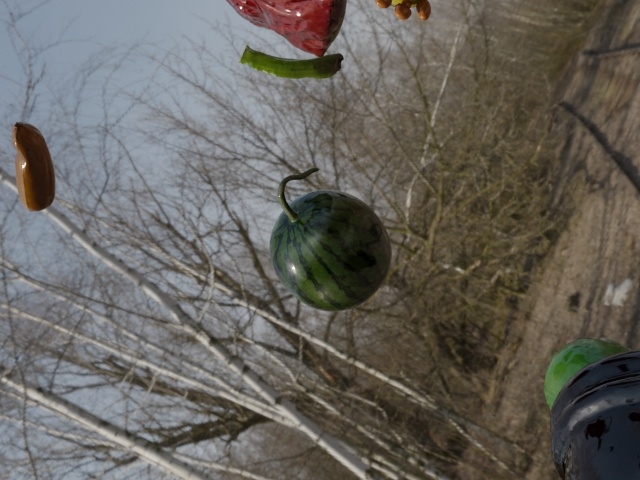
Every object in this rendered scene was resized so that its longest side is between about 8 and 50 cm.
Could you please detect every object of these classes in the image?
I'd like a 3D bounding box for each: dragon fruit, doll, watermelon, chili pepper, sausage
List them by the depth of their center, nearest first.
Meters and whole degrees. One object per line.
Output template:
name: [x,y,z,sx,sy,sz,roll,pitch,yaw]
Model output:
dragon fruit: [-0.041,-0.386,0.671,0.240,0.303,0.330,-61,22,6]
watermelon: [0.000,0.000,0.673,0.187,0.141,0.140,44,-119,-36]
sausage: [-0.430,-0.107,0.872,0.183,0.054,0.062,110,151,-45]
doll: [0.182,-0.526,1.117,0.220,0.143,0.135,-61,10,-10]
chili pepper: [-0.056,-0.339,1.120,0.051,0.202,0.050,102,170,-50]

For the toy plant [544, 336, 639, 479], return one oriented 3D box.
toy plant: [0.285,0.143,0.456,0.175,0.218,0.235,65,-147,-21]
